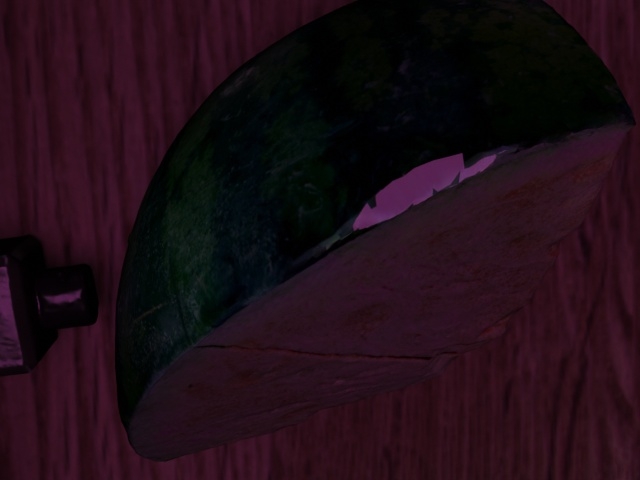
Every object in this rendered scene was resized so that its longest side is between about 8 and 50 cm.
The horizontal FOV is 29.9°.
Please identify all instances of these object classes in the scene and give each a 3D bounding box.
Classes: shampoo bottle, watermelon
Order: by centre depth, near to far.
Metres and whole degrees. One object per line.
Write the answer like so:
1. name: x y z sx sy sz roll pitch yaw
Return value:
1. watermelon: -0.007 -0.032 0.733 0.292 0.319 0.222 -13 65 -5
2. shampoo bottle: -0.267 0.050 0.769 0.246 0.080 0.079 -8 101 0
